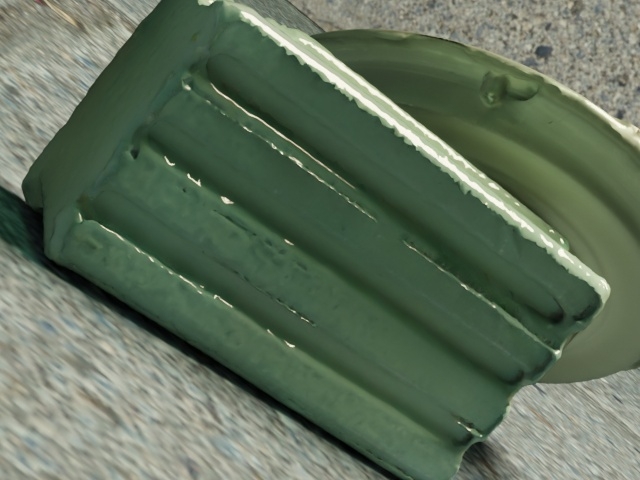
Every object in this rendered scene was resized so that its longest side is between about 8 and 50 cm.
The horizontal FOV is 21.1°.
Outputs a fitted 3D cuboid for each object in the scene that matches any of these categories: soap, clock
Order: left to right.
[{"bbox_3d":[0.000,0.000,0.642,0.198,0.114,0.063,36,10,-28],"label":"soap"},{"bbox_3d":[0.059,0.003,0.770,0.236,0.053,0.236,23,-28,13],"label":"clock"}]
